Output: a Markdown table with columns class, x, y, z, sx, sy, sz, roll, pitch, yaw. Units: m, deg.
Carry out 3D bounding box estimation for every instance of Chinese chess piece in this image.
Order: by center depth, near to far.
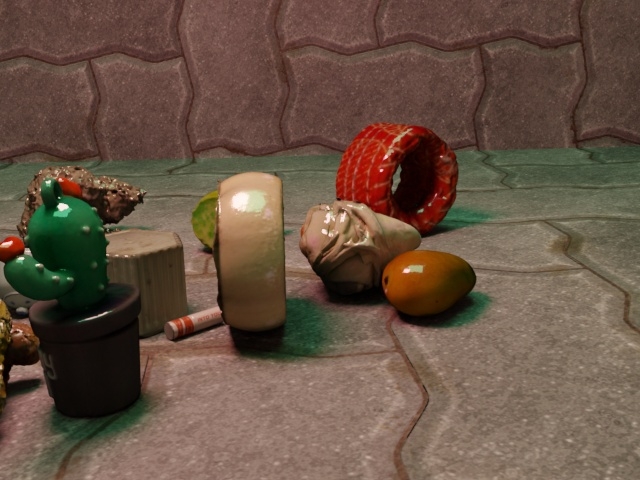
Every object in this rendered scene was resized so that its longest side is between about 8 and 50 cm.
| class | x | y | z | sx | sy | sz | roll | pitch | yaw |
| --- | --- | --- | --- | --- | --- | --- | --- | --- | --- |
| Chinese chess piece | -0.143 | 0.024 | 1.533 | 0.140 | 0.338 | 0.338 | -1 | 16 | -2 |

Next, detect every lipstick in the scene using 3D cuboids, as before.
| class | x | y | z | sx | sy | sz | roll | pitch | yaw |
| --- | --- | --- | --- | --- | --- | --- | --- | --- | --- |
| lipstick | -0.270 | 0.176 | 1.560 | 0.130 | 0.038 | 0.038 | -16 | 21 | -40 |

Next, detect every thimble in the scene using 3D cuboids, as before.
| class | x | y | z | sx | sy | sz | roll | pitch | yaw |
| --- | --- | --- | --- | --- | --- | --- | --- | --- | --- |
| thimble | 0.238 | -0.184 | 2.243 | 0.350 | 0.350 | 0.230 | -13 | 18 | -33 |

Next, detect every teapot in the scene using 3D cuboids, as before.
| class | x | y | z | sx | sy | sz | roll | pitch | yaw |
| --- | --- | --- | --- | --- | --- | --- | --- | --- | --- |
| teapot | -0.688 | 0.109 | 1.710 | 0.232 | 0.159 | 0.159 | 5 | 14 | -14 |

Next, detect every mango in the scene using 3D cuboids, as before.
| class | x | y | z | sx | sy | sz | roll | pitch | yaw |
| --- | --- | --- | --- | --- | --- | --- | --- | --- | --- |
| mango | 0.238 | 0.089 | 1.629 | 0.175 | 0.139 | 0.254 | 24 | 19 | 29 |

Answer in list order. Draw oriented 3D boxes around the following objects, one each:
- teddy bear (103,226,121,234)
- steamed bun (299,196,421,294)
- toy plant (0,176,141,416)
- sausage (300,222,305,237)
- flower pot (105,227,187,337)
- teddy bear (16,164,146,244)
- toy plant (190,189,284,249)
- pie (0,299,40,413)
| class | x | y | z | sx | sy | sz | roll | pitch | yaw |
| --- | --- | --- | --- | --- | --- | --- | --- | --- | --- |
| teddy bear | -0.670 | -0.005 | 2.211 | 0.119 | 0.078 | 0.160 | -22 | -4 | 9 |
| steamed bun | 0.086 | 0.036 | 1.751 | 0.280 | 0.207 | 0.268 | 24 | -11 | -35 |
| toy plant | -0.408 | 0.091 | 1.218 | 0.185 | 0.400 | 0.279 | 5 | 18 | 30 |
| sausage | 0.000 | 0.000 | 2.053 | 0.093 | 0.093 | 0.312 | -5 | 16 | -10 |
| flower pot | -0.411 | 0.088 | 1.617 | 0.239 | 0.190 | 0.209 | 2 | 16 | 16 |
| teddy bear | -0.721 | -0.107 | 2.238 | 0.367 | 0.225 | 0.357 | 3 | -15 | -32 |
| toy plant | -0.242 | -0.072 | 2.221 | 0.224 | 0.184 | 0.316 | -19 | 0 | 20 |
| pie | -0.694 | 0.235 | 1.173 | 0.395 | 0.180 | 0.418 | 0 | 23 | 3 |
